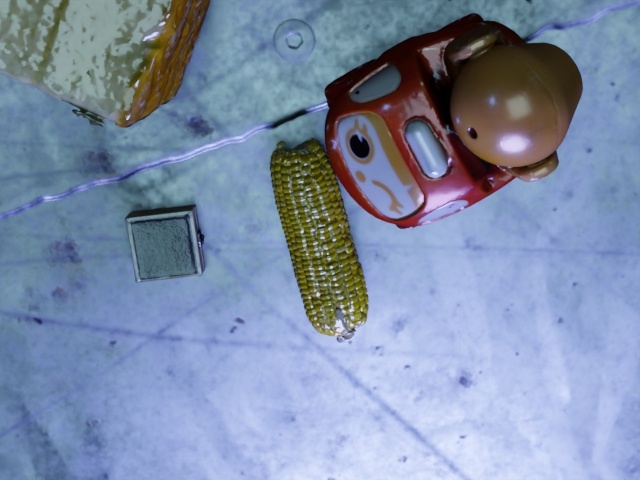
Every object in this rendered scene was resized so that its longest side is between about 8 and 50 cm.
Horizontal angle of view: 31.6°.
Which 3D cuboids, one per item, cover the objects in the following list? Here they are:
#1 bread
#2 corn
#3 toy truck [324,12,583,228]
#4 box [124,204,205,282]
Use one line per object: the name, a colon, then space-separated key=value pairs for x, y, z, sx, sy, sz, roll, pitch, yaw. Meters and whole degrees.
bread: x=-0.206 y=-0.278 z=1.103 sx=0.207 sy=0.279 sz=0.279 roll=21 pitch=106 yaw=-3
corn: x=0.000 y=0.000 z=1.269 sx=0.080 sy=0.080 sz=0.238 roll=-12 pitch=100 yaw=4
toy truck: x=0.132 y=-0.117 z=1.155 sx=0.265 sy=0.239 sz=0.189 roll=-28 pitch=101 yaw=8
box: x=-0.174 y=0.004 z=1.294 sx=0.083 sy=0.035 sz=0.079 roll=-7 pitch=103 yaw=3
